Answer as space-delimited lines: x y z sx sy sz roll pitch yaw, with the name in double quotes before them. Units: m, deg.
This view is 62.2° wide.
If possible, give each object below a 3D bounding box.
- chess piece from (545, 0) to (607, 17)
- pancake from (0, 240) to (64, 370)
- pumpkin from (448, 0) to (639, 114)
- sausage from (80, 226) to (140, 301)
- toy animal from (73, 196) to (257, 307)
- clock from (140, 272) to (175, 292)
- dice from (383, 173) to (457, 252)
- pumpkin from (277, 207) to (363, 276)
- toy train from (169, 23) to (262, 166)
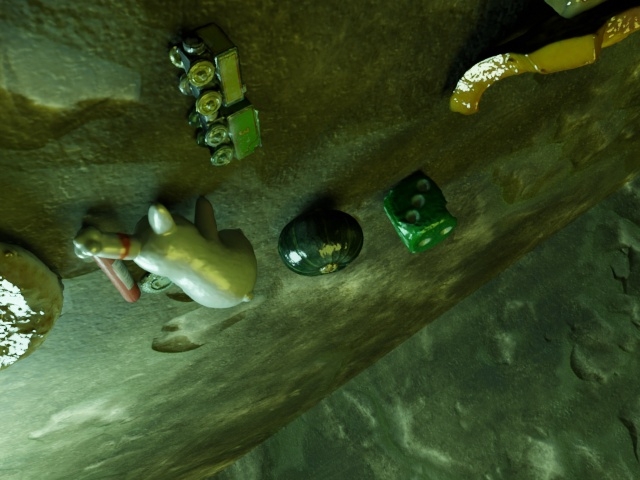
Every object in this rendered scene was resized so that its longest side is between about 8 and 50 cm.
"chess piece" 0.434 -0.409 0.738 0.301 0.137 0.137 -29 155 -7
"pancake" -0.530 0.115 0.689 0.382 0.071 0.382 -25 154 -13
"pumpkin" 0.365 -0.296 0.807 0.290 0.095 0.258 -30 -162 -4
"sausage" -0.326 0.045 0.837 0.034 0.034 0.253 -25 154 -15
"toy animal" -0.216 0.005 0.795 0.140 0.138 0.282 -45 131 10
"clock" -0.287 0.072 0.958 0.074 0.010 0.083 -21 154 -23
"dice" 0.214 -0.056 1.154 0.120 0.128 0.131 -31 157 2
"pumpkin" 0.000 0.003 1.022 0.167 0.125 0.167 -23 153 -13
"toy train" -0.121 -0.169 0.645 0.081 0.060 0.202 -32 156 -16
